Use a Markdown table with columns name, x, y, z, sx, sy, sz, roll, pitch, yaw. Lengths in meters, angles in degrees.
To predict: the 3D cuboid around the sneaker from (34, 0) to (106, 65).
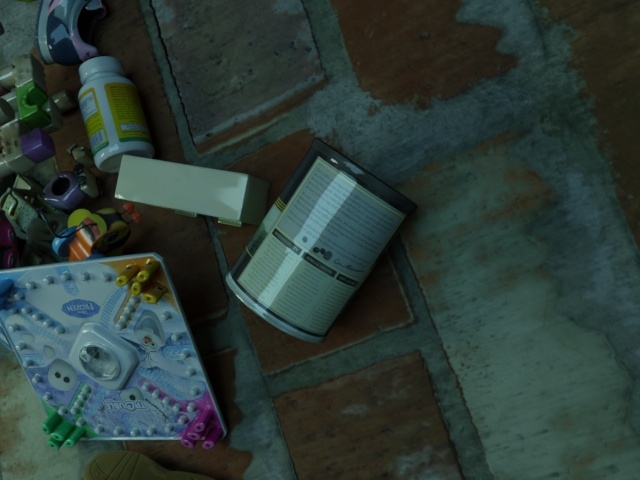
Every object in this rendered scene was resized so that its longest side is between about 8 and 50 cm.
| name | x | y | z | sx | sy | sz | roll | pitch | yaw |
| --- | --- | --- | --- | --- | --- | --- | --- | --- | --- |
| sneaker | -0.509 | -0.523 | 1.354 | 0.130 | 0.112 | 0.319 | 2 | 89 | 3 |

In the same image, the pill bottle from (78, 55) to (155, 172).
| name | x | y | z | sx | sy | sz | roll | pitch | yaw |
| --- | --- | --- | --- | --- | --- | --- | --- | --- | --- |
| pill bottle | -0.410 | -0.250 | 1.276 | 0.117 | 0.117 | 0.209 | -22 | 79 | 17 |

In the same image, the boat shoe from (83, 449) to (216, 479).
| name | x | y | z | sx | sy | sz | roll | pitch | yaw |
| --- | --- | --- | --- | --- | --- | --- | --- | --- | --- |
| boat shoe | -0.307 | 0.470 | 1.191 | 0.276 | 0.098 | 0.096 | 11 | 132 | 16 |

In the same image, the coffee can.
| name | x | y | z | sx | sy | sz | roll | pitch | yaw |
| --- | --- | --- | --- | --- | --- | --- | --- | --- | --- |
| coffee can | 0.000 | 0.000 | 1.065 | 0.201 | 0.201 | 0.275 | 37 | 98 | 18 |

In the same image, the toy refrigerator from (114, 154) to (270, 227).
| name | x | y | z | sx | sy | sz | roll | pitch | yaw |
| --- | --- | --- | --- | --- | --- | --- | --- | --- | --- |
| toy refrigerator | -0.241 | -0.090 | 1.212 | 0.269 | 0.102 | 0.094 | 10 | 89 | 19 |

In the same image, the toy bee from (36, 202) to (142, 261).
| name | x | y | z | sx | sy | sz | roll | pitch | yaw |
| --- | --- | --- | --- | --- | --- | --- | --- | --- | --- |
| toy bee | -0.403 | 0.010 | 1.208 | 0.162 | 0.298 | 0.195 | -33 | 92 | -24 |

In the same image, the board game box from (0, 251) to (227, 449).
| name | x | y | z | sx | sy | sz | roll | pitch | yaw |
| --- | --- | --- | --- | --- | --- | --- | --- | --- | --- |
| board game box | -0.401 | 0.221 | 1.169 | 0.389 | 0.050 | 0.390 | -6 | 114 | 19 |

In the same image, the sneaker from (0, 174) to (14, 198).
| name | x | y | z | sx | sy | sz | roll | pitch | yaw |
| --- | --- | --- | --- | --- | --- | --- | --- | --- | --- |
| sneaker | -0.742 | -0.173 | 1.406 | 0.118 | 0.083 | 0.222 | -9 | 84 | 19 |

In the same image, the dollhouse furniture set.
| name | x | y | z | sx | sy | sz | roll | pitch | yaw |
| --- | --- | --- | --- | --- | --- | --- | --- | --- | --- |
| dollhouse furniture set | -0.628 | -0.027 | 1.337 | 0.181 | 0.101 | 0.161 | 34 | 105 | 27 |

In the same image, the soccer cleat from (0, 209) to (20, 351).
| name | x | y | z | sx | sy | sz | roll | pitch | yaw |
| --- | --- | --- | --- | --- | --- | --- | --- | --- | --- |
| soccer cleat | -0.653 | 0.076 | 1.284 | 0.143 | 0.116 | 0.332 | 4 | 114 | 43 |

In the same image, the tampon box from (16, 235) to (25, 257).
| name | x | y | z | sx | sy | sz | roll | pitch | yaw |
| --- | --- | --- | --- | --- | --- | --- | --- | --- | --- |
| tampon box | -0.731 | 0.022 | 1.344 | 0.120 | 0.161 | 0.102 | 19 | 92 | 19 |

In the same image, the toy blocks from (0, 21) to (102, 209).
| name | x | y | z | sx | sy | sz | roll | pitch | yaw |
| --- | --- | --- | --- | --- | --- | --- | --- | --- | --- |
| toy blocks | -0.639 | -0.204 | 1.247 | 0.259 | 0.309 | 0.289 | -25 | 61 | 6 |
